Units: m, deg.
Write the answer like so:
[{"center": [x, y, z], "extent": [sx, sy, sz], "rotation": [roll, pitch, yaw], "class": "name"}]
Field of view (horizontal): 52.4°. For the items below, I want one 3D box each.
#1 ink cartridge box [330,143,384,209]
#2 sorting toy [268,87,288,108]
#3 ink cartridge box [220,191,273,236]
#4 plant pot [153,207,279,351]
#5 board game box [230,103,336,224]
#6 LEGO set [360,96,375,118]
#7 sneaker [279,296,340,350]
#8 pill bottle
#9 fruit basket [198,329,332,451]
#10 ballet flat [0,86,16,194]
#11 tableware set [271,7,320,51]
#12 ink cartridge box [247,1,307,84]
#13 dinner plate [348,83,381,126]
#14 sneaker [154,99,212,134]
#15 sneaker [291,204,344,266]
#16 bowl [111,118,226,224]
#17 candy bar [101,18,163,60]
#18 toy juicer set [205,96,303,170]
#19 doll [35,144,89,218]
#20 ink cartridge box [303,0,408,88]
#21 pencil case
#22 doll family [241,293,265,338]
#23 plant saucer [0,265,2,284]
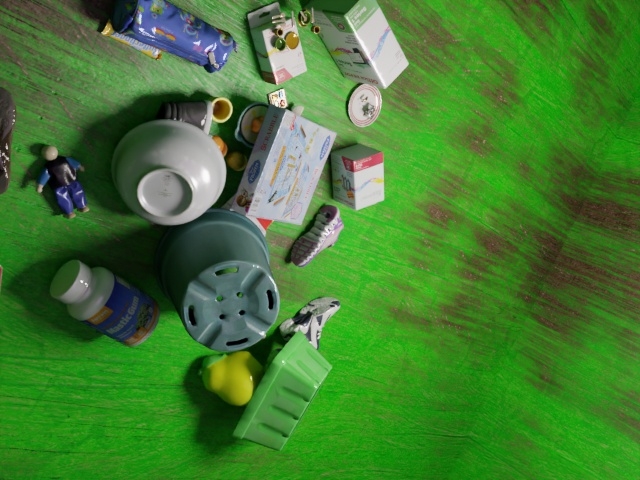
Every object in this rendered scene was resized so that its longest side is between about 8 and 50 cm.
[{"center": [0.123, -0.210, 2.146], "extent": [0.127, 0.128, 0.176], "rotation": [-22, 122, -30], "class": "ink cartridge box"}, {"center": [-0.122, -0.405, 1.937], "extent": [0.062, 0.012, 0.083], "rotation": [-29, 125, -26], "class": "sorting toy"}, {"center": [-0.219, -0.064, 1.989], "extent": [0.225, 0.056, 0.181], "rotation": [-45, 131, -12], "class": "ink cartridge box"}, {"center": [-0.271, 0.116, 1.772], "extent": [0.342, 0.334, 0.340], "rotation": [-5, 109, -15], "class": "plant pot"}, {"center": [-0.101, -0.213, 1.936], "extent": [0.318, 0.066, 0.318], "rotation": [9, 105, -62], "class": "board game box"}, {"center": [0.160, -0.429, 2.124], "extent": [0.054, 0.023, 0.083], "rotation": [-55, 133, -6], "class": "LEGO set"}, {"center": [-0.021, 0.311, 2.294], "extent": [0.235, 0.094, 0.153], "rotation": [-35, 129, -22], "class": "sneaker"}, {"center": [-0.574, 0.164, 1.736], "extent": [0.152, 0.152, 0.272], "rotation": [-53, 133, -7], "class": "pill bottle"}, {"center": [-0.202, 0.465, 2.139], "extent": [0.283, 0.392, 0.391], "rotation": [-38, 140, -66], "class": "fruit basket"}, {"center": [-0.742, -0.227, 1.493], "extent": [0.084, 0.058, 0.249], "rotation": [2, 104, -17], "class": "ballet flat"}, {"center": [-0.066, -0.582, 1.801], "extent": [0.154, 0.024, 0.103], "rotation": [-24, 123, -33], "class": "tableware set"}, {"center": [-0.121, -0.554, 1.830], "extent": [0.115, 0.067, 0.198], "rotation": [-33, 126, -25], "class": "ink cartridge box"}, {"center": [0.143, -0.444, 2.131], "extent": [0.141, 0.017, 0.141], "rotation": [-18, 121, -32], "class": "dinner plate"}, {"center": [-0.390, -0.242, 1.745], "extent": [0.147, 0.104, 0.295], "rotation": [4, 113, -26], "class": "sneaker"}, {"center": [0.000, 0.000, 2.173], "extent": [0.236, 0.095, 0.104], "rotation": [-53, 140, -8], "class": "sneaker"}, {"center": [-0.391, -0.148, 1.666], "extent": [0.298, 0.134, 0.297], "rotation": [-4, 123, -6], "class": "bowl"}, {"center": [-0.462, -0.495, 1.615], "extent": [0.162, 0.018, 0.040], "rotation": [20, 97, -42], "class": "candy bar"}, {"center": [-0.187, -0.296, 1.873], "extent": [0.329, 0.089, 0.209], "rotation": [-1, 111, -36], "class": "toy juicer set"}, {"center": [-0.642, -0.147, 1.609], "extent": [0.129, 0.046, 0.188], "rotation": [-29, 126, -27], "class": "doll"}, {"center": [0.106, -0.595, 1.905], "extent": [0.117, 0.201, 0.278], "rotation": [-49, 132, -10], "class": "ink cartridge box"}, {"center": [-0.359, -0.515, 1.615], "extent": [0.306, 0.133, 0.119], "rotation": [16, 132, -41], "class": "pencil case"}, {"center": [-0.236, 0.237, 2.066], "extent": [0.163, 0.118, 0.262], "rotation": [9, 104, -41], "class": "doll family"}, {"center": [-0.908, 0.170, 1.539], "extent": [0.259, 0.048, 0.258], "rotation": [1, 110, -39], "class": "plant saucer"}]
